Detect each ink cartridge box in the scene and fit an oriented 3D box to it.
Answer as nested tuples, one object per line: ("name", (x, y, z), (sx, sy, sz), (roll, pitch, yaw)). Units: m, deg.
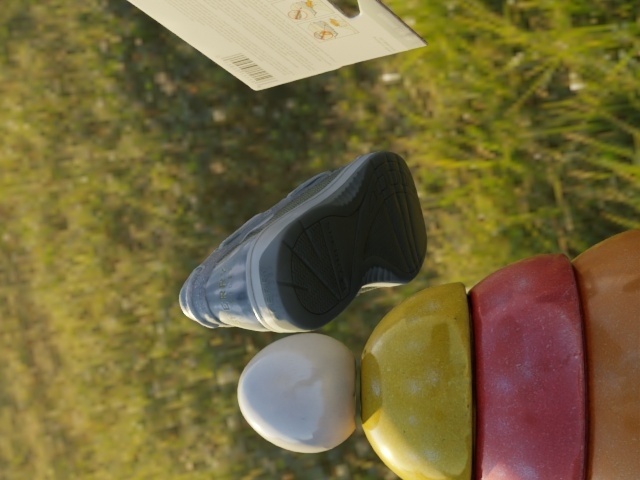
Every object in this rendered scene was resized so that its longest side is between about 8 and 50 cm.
("ink cartridge box", (-0.051, -0.265, 1.740), (0.239, 0.275, 0.060), (-12, 64, 30))

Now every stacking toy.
("stacking toy", (0.159, 0.137, 1.559), (0.350, 0.480, 0.351), (1, -90, -89))

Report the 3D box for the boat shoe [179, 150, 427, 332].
("boat shoe", (0.000, 0.003, 1.345), (0.103, 0.320, 0.118), (-9, 103, 28))
